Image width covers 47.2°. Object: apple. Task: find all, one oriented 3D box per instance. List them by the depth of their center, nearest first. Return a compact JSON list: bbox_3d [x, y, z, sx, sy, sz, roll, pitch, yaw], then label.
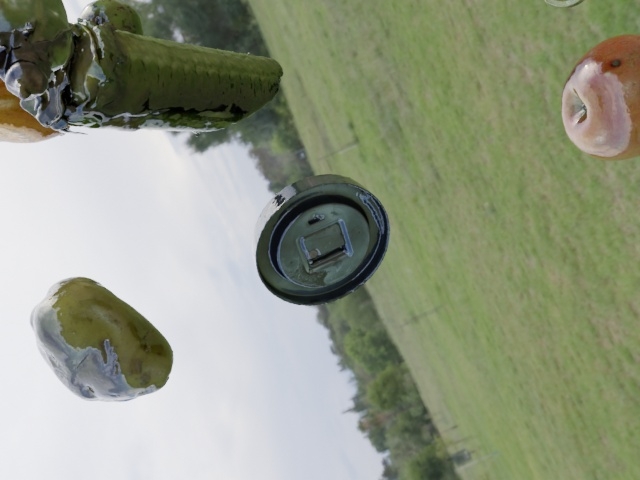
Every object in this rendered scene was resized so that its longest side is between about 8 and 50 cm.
[{"bbox_3d":[0.614,-0.291,1.515,0.253,0.253,0.254,-24,-90,-89],"label":"apple"}]

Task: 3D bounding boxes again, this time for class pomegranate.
[{"bbox_3d":[-0.356,-0.352,1.267,0.142,0.114,0.115,47,-161,-77],"label":"pomegranate"}]

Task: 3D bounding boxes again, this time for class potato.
[{"bbox_3d":[-0.298,0.139,0.997,0.200,0.154,0.137,40,-137,-11],"label":"potato"}]

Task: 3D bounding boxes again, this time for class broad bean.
[{"bbox_3d":[-0.217,-0.179,0.472,0.061,0.077,0.339,0,-136,-40],"label":"broad bean"}]

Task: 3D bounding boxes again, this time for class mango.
[{"bbox_3d":[-0.534,-0.225,1.166,0.257,0.187,0.138,-27,-56,-65],"label":"mango"}]

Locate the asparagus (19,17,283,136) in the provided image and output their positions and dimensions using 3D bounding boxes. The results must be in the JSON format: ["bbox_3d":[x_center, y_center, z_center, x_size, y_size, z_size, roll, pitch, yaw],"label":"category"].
[{"bbox_3d":[-0.190,-0.195,0.927,0.108,0.129,0.381,25,-161,29],"label":"asparagus"}]

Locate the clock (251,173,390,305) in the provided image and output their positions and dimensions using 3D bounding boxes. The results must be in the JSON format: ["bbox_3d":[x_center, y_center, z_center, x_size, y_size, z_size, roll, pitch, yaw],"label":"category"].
[{"bbox_3d":[0.000,0.000,1.106,0.042,0.214,0.215,57,174,52],"label":"clock"}]

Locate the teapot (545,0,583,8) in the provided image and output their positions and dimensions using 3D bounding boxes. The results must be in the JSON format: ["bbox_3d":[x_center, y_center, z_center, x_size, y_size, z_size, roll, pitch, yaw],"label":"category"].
[{"bbox_3d":[0.465,-0.491,1.299,0.119,0.166,0.130,29,-165,21],"label":"teapot"}]
